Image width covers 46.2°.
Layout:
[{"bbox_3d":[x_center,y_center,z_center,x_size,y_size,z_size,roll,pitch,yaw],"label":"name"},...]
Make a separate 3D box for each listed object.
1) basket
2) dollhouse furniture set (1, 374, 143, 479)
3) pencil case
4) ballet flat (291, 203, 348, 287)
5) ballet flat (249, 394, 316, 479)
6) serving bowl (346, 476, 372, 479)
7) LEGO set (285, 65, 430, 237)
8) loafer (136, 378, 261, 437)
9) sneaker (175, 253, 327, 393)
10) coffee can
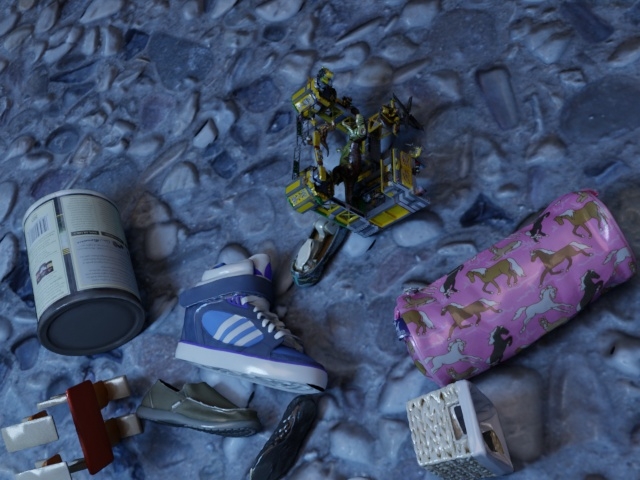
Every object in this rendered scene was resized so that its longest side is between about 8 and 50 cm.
[{"bbox_3d":[0.206,0.291,1.116,0.103,0.167,0.113,-22,56,19],"label":"basket"},{"bbox_3d":[-0.380,0.370,1.286,0.135,0.262,0.259,-16,91,12],"label":"dollhouse furniture set"},{"bbox_3d":[0.303,0.077,1.195,0.386,0.167,0.160,-32,23,4],"label":"pencil case"},{"bbox_3d":[0.000,0.000,1.419,0.070,0.070,0.188,15,70,29],"label":"ballet flat"},{"bbox_3d":[-0.062,0.342,1.280,0.173,0.057,0.049,-55,17,-12],"label":"ballet flat"},{"bbox_3d":[0.058,0.416,1.192,0.083,0.027,0.083,-11,59,18],"label":"serving bowl"},{"bbox_3d":[0.080,-0.176,1.362,0.192,0.255,0.331,-29,39,39],"label":"LEGO set"},{"bbox_3d":[-0.217,0.292,1.336,0.251,0.094,0.088,3,69,25],"label":"loafer"},{"bbox_3d":[-0.107,0.131,1.352,0.322,0.130,0.236,6,69,32],"label":"sneaker"},{"bbox_3d":[-0.477,0.062,1.507,0.201,0.201,0.275,-28,56,7],"label":"coffee can"}]
